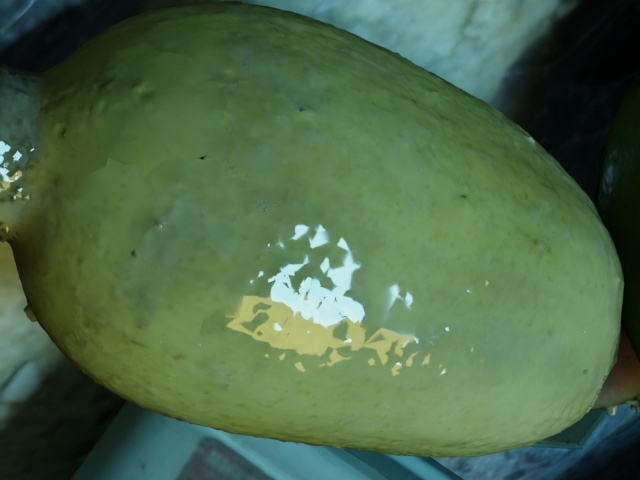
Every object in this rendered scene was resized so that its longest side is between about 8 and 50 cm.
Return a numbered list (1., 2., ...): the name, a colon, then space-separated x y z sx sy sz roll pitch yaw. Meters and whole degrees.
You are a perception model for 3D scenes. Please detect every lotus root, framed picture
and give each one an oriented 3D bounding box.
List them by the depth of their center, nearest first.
1. lotus root: 0.001 0.001 0.543 0.303 0.146 0.131 17 145 -29
2. framed picture: 0.137 0.093 0.858 0.089 0.006 0.066 9 123 -41

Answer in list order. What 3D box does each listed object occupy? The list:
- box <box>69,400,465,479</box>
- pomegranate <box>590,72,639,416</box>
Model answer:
1. box: 0.009 0.183 0.628 0.182 0.312 0.175 -58 174 7
2. pomegranate: 0.235 0.019 0.650 0.291 0.291 0.323 10 127 -42
